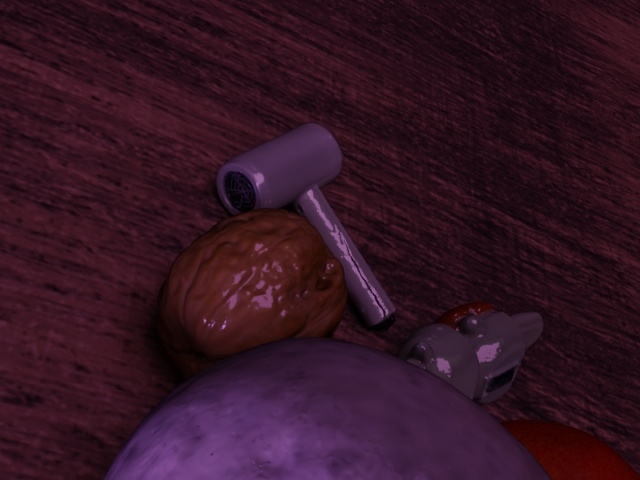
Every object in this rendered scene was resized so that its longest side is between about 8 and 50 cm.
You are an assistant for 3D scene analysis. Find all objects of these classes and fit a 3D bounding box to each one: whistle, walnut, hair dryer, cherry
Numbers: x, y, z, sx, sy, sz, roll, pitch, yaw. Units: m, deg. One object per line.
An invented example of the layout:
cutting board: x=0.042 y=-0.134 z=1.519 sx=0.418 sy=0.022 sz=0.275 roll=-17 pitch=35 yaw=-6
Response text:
whistle: x=0.152 y=0.120 z=0.855 sx=0.253 sy=0.101 sz=0.105 roll=-16 pitch=69 yaw=-39
walnut: x=-0.055 y=0.050 z=0.717 sx=0.155 sy=0.155 sz=0.184 roll=51 pitch=46 yaw=3
hair dryer: x=0.000 y=0.000 z=0.861 sx=0.131 sy=0.073 sz=0.236 roll=-33 pitch=93 yaw=-43
cherry: x=-0.005 y=0.204 z=0.517 sx=0.326 sy=0.291 sz=0.335 roll=25 pitch=14 yaw=-49

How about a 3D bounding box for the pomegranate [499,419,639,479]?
pomegranate: x=0.179 y=0.277 z=0.700 sx=0.221 sy=0.221 sz=0.256 roll=40 pitch=53 yaw=-8
